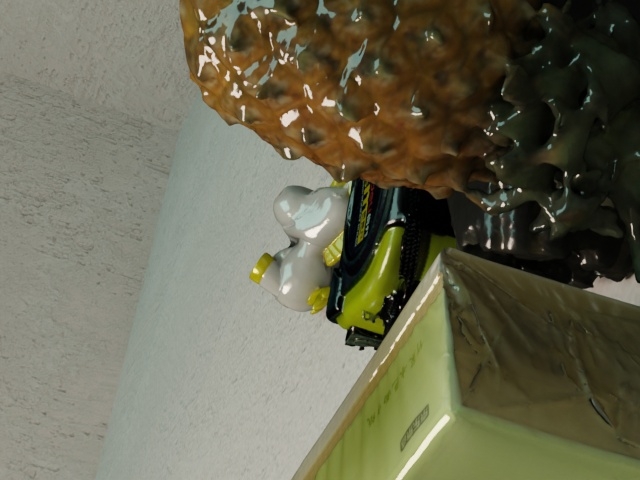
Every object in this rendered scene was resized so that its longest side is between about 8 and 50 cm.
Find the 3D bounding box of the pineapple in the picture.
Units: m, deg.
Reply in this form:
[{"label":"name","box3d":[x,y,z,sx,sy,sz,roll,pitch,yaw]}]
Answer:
[{"label":"pineapple","box3d":[0.101,-0.068,0.564,0.169,0.340,0.169,-52,-19,-26]}]

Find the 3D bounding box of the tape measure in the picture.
[{"label":"tape measure","box3d":[0.082,-0.012,0.928,0.186,0.112,0.199,126,153,-69]}]

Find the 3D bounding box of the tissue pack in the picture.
[{"label":"tissue pack","box3d":[0.085,0.137,0.616,0.125,0.159,0.234,-88,21,-48]}]

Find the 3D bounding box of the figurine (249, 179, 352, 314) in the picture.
[{"label":"figurine","box3d":[-0.004,-0.004,1.311,0.129,0.109,0.178,22,94,49]}]

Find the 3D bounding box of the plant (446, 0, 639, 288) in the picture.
[{"label":"plant","box3d":[0.149,-0.099,0.723,0.164,0.142,0.256,151,124,-70]}]
